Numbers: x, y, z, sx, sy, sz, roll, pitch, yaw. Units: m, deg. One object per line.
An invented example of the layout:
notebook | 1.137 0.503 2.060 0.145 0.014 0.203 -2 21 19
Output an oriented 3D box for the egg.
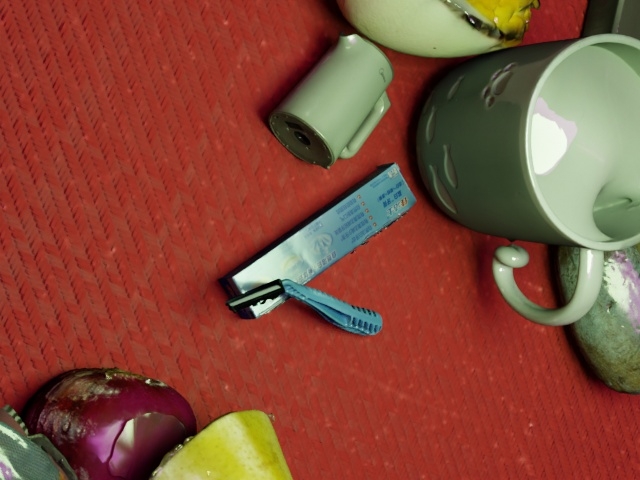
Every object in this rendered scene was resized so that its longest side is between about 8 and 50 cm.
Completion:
egg | 0.131 -0.334 1.580 0.286 0.174 0.264 -13 75 -48

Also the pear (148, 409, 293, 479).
pear | -0.092 0.331 1.383 0.267 0.267 0.178 -38 64 -23

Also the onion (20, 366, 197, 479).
onion | -0.237 0.254 1.401 0.195 0.140 0.218 12 88 -34

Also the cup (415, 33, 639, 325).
cup | 0.277 -0.073 1.587 0.259 0.274 0.356 0 94 -28

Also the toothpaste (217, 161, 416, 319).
toothpaste | 0.000 0.000 1.568 0.272 0.053 0.066 -36 101 -23

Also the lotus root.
lotus root | 0.408 0.060 1.733 0.158 0.140 0.322 -28 100 -25

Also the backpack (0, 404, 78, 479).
backpack | -0.330 0.299 1.275 0.317 0.283 0.197 46 51 -29

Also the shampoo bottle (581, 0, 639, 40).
shampoo bottle | 0.439 -0.356 1.785 0.079 0.080 0.246 19 80 -27

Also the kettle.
kettle | 0.025 -0.168 1.558 0.127 0.098 0.148 44 67 -15

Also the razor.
razor | -0.004 0.079 1.520 0.253 0.082 0.042 21 52 -49
